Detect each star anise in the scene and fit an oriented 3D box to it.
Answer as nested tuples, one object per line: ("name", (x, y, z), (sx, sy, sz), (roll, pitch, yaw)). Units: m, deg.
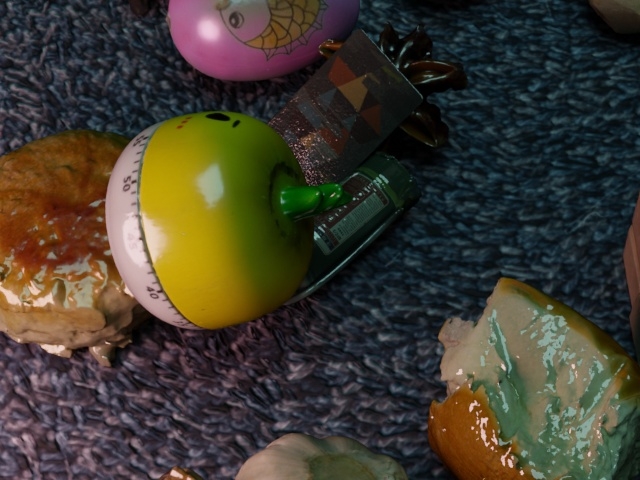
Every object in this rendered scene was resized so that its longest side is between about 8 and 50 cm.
("star anise", (0.099, -0.210, 2.033), (0.220, 0.190, 0.126), (33, 22, 22))

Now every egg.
("egg", (-0.081, -0.327, 2.086), (0.271, 0.196, 0.196), (-20, 58, -18))

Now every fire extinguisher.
("fire extinguisher", (0.000, 0.000, 1.920), (0.294, 0.093, 0.118), (-39, 60, -23))

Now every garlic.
("garlic", (0.000, 0.318, 1.666), (0.228, 0.152, 0.228), (13, 30, -8))

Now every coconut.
("coconut", (0.467, -0.381, 2.142), (0.161, 0.161, 0.162), (-10, 58, -6))

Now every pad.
("pad", (0.024, -0.167, 1.997), (0.211, 0.003, 0.143), (-45, 73, 17))

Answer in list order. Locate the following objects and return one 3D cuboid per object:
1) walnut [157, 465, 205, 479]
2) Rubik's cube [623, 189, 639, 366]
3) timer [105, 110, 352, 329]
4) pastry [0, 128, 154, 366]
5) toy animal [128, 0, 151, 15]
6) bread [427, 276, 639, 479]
("walnut", (-0.196, 0.381, 1.627), (0.238, 0.141, 0.204), (-26, 42, 14))
("Rubik's cube", (0.554, 0.052, 1.746), (0.322, 0.319, 0.316), (-2, 57, 0))
("timer", (-0.087, -0.032, 1.742), (0.285, 0.285, 0.285), (0, 56, 0))
("pastry", (-0.327, -0.005, 1.901), (0.330, 0.136, 0.329), (0, 57, 1))
("toy animal", (-0.139, -0.446, 2.177), (0.343, 0.168, 0.106), (-19, 54, 6))
("bread", (0.247, 0.198, 1.690), (0.225, 0.250, 0.279), (-38, 61, -19))
